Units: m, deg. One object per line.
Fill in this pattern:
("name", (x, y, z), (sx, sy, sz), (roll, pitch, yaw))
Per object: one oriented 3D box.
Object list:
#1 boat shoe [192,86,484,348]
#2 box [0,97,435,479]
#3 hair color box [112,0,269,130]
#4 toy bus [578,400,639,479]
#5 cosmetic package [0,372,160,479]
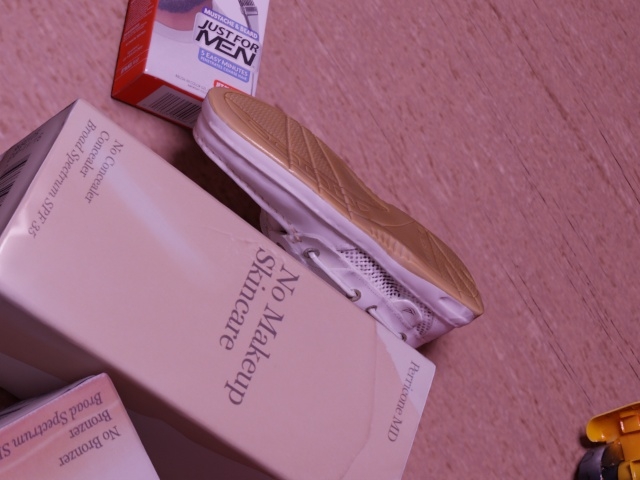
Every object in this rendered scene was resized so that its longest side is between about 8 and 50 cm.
("boat shoe", (0.000, 0.000, 0.984), (0.277, 0.096, 0.098), (39, 22, -28))
("box", (-0.087, 0.068, 0.877), (0.311, 0.121, 0.148), (36, 55, -24))
("hair color box", (-0.089, -0.170, 0.999), (0.093, 0.053, 0.167), (21, 62, -31))
("toy bus", (0.340, 0.242, 1.155), (0.211, 0.149, 0.220), (6, 69, -50))
("cosmetic package", (-0.142, 0.245, 0.772), (0.153, 0.129, 0.296), (-30, 95, -43))
